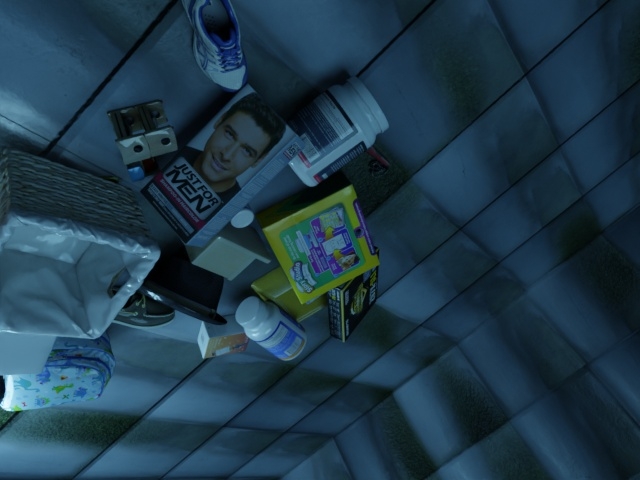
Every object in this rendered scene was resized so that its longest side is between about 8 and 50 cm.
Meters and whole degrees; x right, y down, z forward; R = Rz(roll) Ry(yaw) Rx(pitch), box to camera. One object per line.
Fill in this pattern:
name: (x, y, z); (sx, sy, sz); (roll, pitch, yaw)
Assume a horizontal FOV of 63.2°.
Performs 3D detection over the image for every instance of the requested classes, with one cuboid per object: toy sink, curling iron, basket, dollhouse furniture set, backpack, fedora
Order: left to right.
backpack: (-0.813, 0.372, 1.572); (0.355, 0.273, 0.290); (-7, 131, -46)
basket: (-0.605, 0.018, 1.192); (0.331, 0.266, 0.328); (19, 121, -44)
dollhouse furniture set: (-0.409, -0.214, 1.247); (0.128, 0.129, 0.184); (-19, 140, -15)
fedora: (-0.403, 0.135, 1.589); (0.334, 0.334, 0.153); (37, 75, -50)
toy sink: (-0.288, 0.017, 1.571); (0.131, 0.153, 0.234); (-42, 142, 15)
curling iron: (0.141, -0.276, 1.620); (0.068, 0.035, 0.274); (-40, 142, 11)

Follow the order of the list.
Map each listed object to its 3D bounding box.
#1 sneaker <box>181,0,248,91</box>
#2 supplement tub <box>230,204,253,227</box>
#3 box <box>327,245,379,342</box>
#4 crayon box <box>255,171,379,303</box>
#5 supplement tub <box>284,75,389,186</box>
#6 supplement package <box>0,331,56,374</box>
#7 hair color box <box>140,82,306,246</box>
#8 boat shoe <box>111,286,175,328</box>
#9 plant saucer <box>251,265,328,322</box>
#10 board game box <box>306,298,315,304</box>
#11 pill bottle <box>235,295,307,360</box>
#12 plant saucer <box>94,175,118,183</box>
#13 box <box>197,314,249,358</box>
sneaker: (-0.222, -0.429, 1.131); (0.111, 0.131, 0.296); (-28, 144, -7)
supplement tub: (-0.242, -0.095, 1.511); (0.071, 0.107, 0.071); (-19, 141, -16)
box: (0.128, 0.200, 2.001); (0.257, 0.079, 0.322); (-48, 149, -35)
crayon box: (0.000, 0.000, 1.725); (0.313, 0.106, 0.363); (-26, 129, -4)
supplement tub: (0.026, -0.292, 1.398); (0.272, 0.191, 0.191); (-35, 142, 6)
supplement package: (-0.799, 0.176, 1.317); (0.198, 0.263, 0.199); (9, 127, -40)
hair color box: (-0.238, -0.179, 1.284); (0.374, 0.185, 0.113); (-44, 170, 4)
boat shoe: (-0.589, 0.198, 1.593); (0.305, 0.109, 0.091); (11, 126, -28)
plant saucer: (-0.049, 0.186, 1.978); (0.332, 0.081, 0.333); (-30, 143, 0)
board game box: (-0.033, 0.189, 1.909); (0.090, 0.020, 0.090); (-36, 142, 6)
pill bottle: (-0.183, 0.318, 1.904); (0.152, 0.152, 0.272); (-38, 128, 9)
plant saucer: (-0.615, -0.094, 1.315); (0.188, 0.045, 0.188); (-7, 137, -28)
box: (-0.360, 0.358, 1.954); (0.170, 0.091, 0.130); (-5, 136, -29)
